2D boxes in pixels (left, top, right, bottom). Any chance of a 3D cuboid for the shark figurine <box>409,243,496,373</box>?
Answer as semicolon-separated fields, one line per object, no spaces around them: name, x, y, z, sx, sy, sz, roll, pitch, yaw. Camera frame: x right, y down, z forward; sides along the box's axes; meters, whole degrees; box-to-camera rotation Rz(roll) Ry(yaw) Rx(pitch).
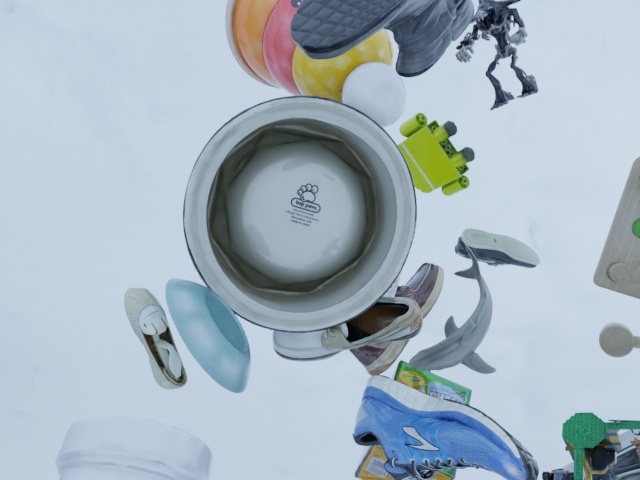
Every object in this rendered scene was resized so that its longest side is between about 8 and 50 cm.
shark figurine;0.310;0.159;1.297;0.166;0.278;0.116;21;162;26

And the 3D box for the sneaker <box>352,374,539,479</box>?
sneaker;0.186;0.333;1.000;0.330;0.147;0.130;7;152;47

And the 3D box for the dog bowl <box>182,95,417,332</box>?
dog bowl;-0.041;-0.049;1.134;0.408;0.150;0.408;-2;98;-11

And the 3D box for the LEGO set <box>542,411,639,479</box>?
LEGO set;0.483;0.366;0.826;0.331;0.255;0.192;-17;121;25

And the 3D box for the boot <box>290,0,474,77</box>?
boot;0.116;-0.313;0.908;0.338;0.118;0.223;-39;151;-12

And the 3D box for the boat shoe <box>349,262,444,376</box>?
boat shoe;0.173;0.153;1.461;0.123;0.342;0.123;42;148;-4

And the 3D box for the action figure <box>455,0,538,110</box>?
action figure;0.409;-0.453;1.446;0.164;0.141;0.276;-15;103;38

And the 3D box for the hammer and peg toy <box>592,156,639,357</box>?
hammer and peg toy;0.648;0.054;1.127;0.266;0.127;0.361;18;95;18

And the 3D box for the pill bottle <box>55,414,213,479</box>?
pill bottle;-0.231;0.381;0.626;0.210;0.363;0.210;5;142;4

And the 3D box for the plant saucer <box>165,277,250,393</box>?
plant saucer;-0.149;0.127;0.907;0.037;0.195;0.195;-34;128;5

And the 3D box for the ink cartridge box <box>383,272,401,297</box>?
ink cartridge box;0.088;0.052;1.339;0.181;0.104;0.061;41;143;-27

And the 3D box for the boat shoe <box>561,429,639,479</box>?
boat shoe;0.583;0.516;1.291;0.121;0.119;0.335;21;124;-12

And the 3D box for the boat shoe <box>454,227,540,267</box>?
boat shoe;0.484;0.033;1.712;0.233;0.084;0.079;14;132;-6

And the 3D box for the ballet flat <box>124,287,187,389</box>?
ballet flat;-0.235;0.142;0.921;0.052;0.057;0.168;-3;111;46

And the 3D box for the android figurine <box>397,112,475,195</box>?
android figurine;0.307;-0.230;1.740;0.248;0.056;0.273;53;153;-3

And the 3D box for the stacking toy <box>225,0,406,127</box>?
stacking toy;0.040;-0.379;1.258;0.350;0.480;0.351;-18;136;-18

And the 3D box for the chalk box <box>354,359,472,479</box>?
chalk box;0.218;0.407;1.409;0.179;0.289;0.180;23;136;6

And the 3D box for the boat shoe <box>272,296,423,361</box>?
boat shoe;0.042;0.158;1.205;0.302;0.113;0.103;-14;156;9
